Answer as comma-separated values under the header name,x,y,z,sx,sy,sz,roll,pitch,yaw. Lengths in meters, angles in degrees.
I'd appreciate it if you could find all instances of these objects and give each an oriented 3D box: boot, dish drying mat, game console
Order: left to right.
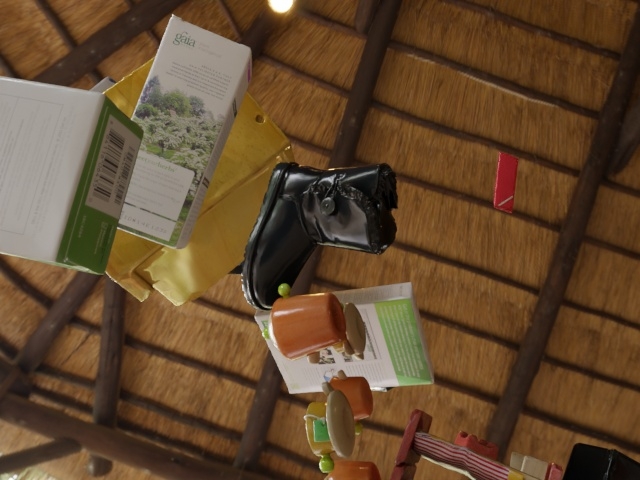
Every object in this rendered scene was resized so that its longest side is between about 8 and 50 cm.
name,x,y,z,sx,sy,sz,roll,pitch,yaw
boot,0.000,0.000,0.761,0.207,0.247,0.094,10,-8,36
dish drying mat,0.261,-0.082,0.725,0.032,0.083,0.008,16,-15,-12
game console,0.467,0.411,0.848,0.107,0.122,0.071,28,-25,13

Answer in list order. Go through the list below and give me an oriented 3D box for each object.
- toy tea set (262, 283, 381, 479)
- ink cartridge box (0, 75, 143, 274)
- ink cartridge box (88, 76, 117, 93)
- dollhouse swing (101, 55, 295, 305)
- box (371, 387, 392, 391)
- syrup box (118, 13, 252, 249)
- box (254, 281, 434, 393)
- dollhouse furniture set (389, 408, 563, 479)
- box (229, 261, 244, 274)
name,x,y,z,sx,sy,sz,roll,pitch,yaw
toy tea set,-0.004,0.230,0.760,0.124,0.336,0.200,-16,-34,18
ink cartridge box,-0.239,-0.053,0.346,0.209,0.109,0.062,11,-9,6
ink cartridge box,-0.582,-0.167,1.225,0.151,0.270,0.395,42,-43,-18
dollhouse swing,-0.252,-0.090,0.938,0.315,0.346,0.305,49,-12,1
box,0.099,0.269,1.245,0.184,0.045,0.190,65,-23,6
syrup box,-0.161,-0.116,0.590,0.093,0.096,0.237,21,-93,-7
box,0.053,0.209,1.059,0.321,0.059,0.233,-8,-59,18
dollhouse furniture set,0.246,0.386,0.795,0.201,0.152,0.374,14,-16,27
box,-0.185,-0.058,1.334,0.073,0.293,0.296,14,-87,29
